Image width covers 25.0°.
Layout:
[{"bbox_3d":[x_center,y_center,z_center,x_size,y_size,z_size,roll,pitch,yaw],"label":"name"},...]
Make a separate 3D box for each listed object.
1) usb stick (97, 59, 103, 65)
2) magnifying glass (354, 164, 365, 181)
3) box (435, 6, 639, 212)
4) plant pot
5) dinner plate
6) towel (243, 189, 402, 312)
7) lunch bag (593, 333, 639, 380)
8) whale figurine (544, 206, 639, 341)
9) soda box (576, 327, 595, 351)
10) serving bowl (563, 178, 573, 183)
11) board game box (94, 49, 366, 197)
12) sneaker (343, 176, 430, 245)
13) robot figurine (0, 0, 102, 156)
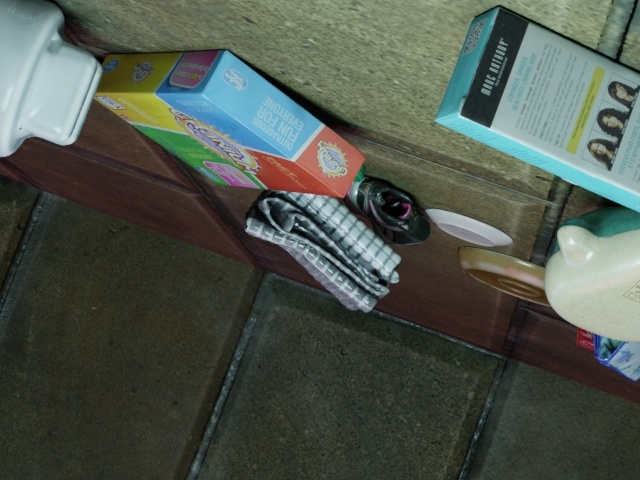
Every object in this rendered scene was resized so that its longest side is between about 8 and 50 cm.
[{"bbox_3d":[-0.316,-0.228,1.995,0.278,0.045,0.077,23,179,-20],"label":"usb stick"},{"bbox_3d":[-0.027,-0.132,1.997,0.231,0.026,0.092,25,172,-42],"label":"magnifying glass"},{"bbox_3d":[0.229,-0.102,1.237,0.244,0.100,0.060,23,173,-14],"label":"box"},{"bbox_3d":[0.335,0.068,2.407,0.236,0.032,0.236,21,172,3],"label":"plant pot"},{"bbox_3d":[0.222,-0.015,2.182,0.141,0.017,0.141,21,171,3],"label":"dinner plate"},{"bbox_3d":[0.000,0.000,2.137,0.235,0.121,0.284,42,180,-3],"label":"towel"},{"bbox_3d":[0.435,0.112,1.996,0.096,0.151,0.129,16,172,38],"label":"lunch bag"},{"bbox_3d":[0.372,0.008,1.646,0.216,0.141,0.272,21,148,-9],"label":"whale figurine"},{"bbox_3d":[0.451,0.121,2.246,0.084,0.092,0.263,20,173,13],"label":"soda box"},{"bbox_3d":[0.279,-0.077,1.554,0.083,0.027,0.083,20,171,3],"label":"serving bowl"},{"bbox_3d":[-0.126,-0.150,1.847,0.242,0.064,0.317,35,166,-31],"label":"board game box"},{"bbox_3d":[0.111,-0.037,2.118,0.077,0.072,0.178,11,169,44],"label":"sneaker"},{"bbox_3d":[-0.448,-0.229,1.747,0.354,0.199,0.300,21,176,-4],"label":"robot figurine"}]
